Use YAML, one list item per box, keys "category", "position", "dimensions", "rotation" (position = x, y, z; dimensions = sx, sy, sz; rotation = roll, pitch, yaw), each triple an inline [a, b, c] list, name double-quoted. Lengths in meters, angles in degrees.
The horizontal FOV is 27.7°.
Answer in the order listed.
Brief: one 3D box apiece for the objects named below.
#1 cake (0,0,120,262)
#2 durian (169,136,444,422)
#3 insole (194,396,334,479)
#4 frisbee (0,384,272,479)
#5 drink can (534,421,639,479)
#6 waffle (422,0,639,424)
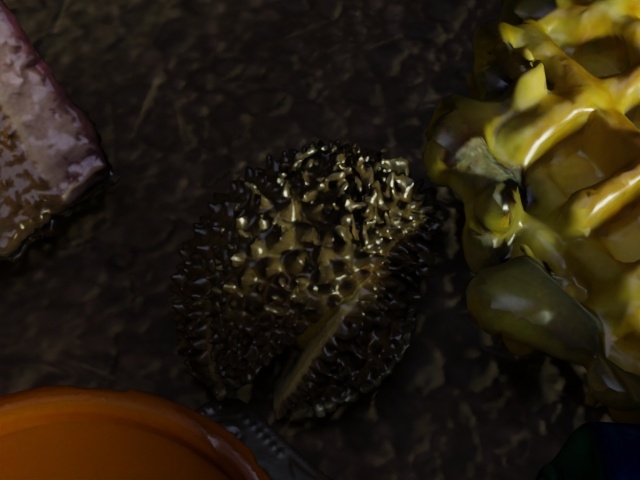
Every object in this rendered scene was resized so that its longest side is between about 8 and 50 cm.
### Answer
- category: "cake"
  position: [-0.208, -0.103, 0.587]
  dimensions: [0.116, 0.112, 0.295]
  rotation: [-32, 64, -18]
- category: "durian"
  position: [0.002, 0.000, 0.515]
  dimensions: [0.110, 0.071, 0.140]
  rotation: [35, 57, 25]
- category: "insole"
  position: [-0.001, 0.102, 0.477]
  dimensions: [0.045, 0.002, 0.135]
  rotation: [-38, 60, -24]
- category: "frisbee"
  position: [-0.090, 0.140, 0.429]
  dimensions: [0.192, 0.035, 0.192]
  rotation: [-5, 60, 8]
- category: "drink can"
  position: [0.167, 0.117, 0.389]
  dimensions: [0.205, 0.118, 0.118]
  rotation: [3, 53, 3]
- category: "waffle"
  position: [0.196, -0.031, 0.533]
  dimensions: [0.329, 0.062, 0.329]
  rotation: [-1, 54, 1]
